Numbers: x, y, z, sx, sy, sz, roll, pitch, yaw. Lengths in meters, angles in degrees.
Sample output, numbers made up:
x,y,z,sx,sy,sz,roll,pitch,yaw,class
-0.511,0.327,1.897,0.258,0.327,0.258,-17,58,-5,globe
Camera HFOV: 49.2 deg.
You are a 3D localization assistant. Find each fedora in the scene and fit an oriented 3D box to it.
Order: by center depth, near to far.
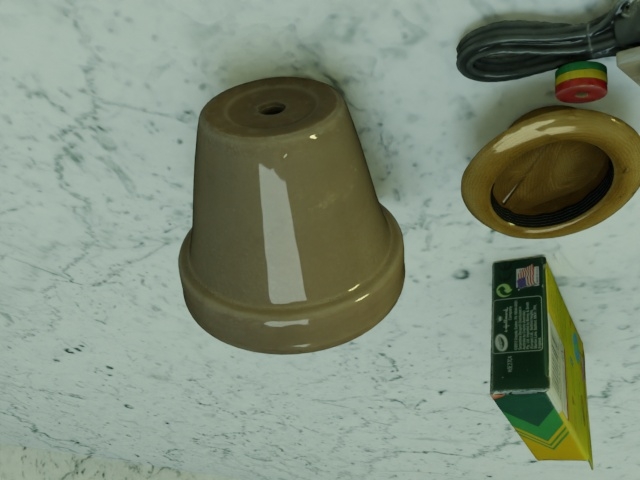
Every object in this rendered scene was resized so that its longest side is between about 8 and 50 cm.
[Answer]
x,y,z,sx,sy,sz,roll,pitch,yaw,class
0.243,-0.083,0.751,0.194,0.079,0.194,4,140,4,fedora

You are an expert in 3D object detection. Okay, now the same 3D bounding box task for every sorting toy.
x,y,z,sx,sy,sz,roll,pitch,yaw,class
0.353,-0.137,0.599,0.274,0.046,0.132,-6,167,43,sorting toy

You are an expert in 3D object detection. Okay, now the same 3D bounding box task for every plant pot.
x,y,z,sx,sy,sz,roll,pitch,yaw,class
-0.041,-0.046,0.766,0.263,0.263,0.229,2,127,12,plant pot

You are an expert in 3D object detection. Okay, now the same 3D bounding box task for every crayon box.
x,y,z,sx,sy,sz,roll,pitch,yaw,class
0.330,0.194,1.029,0.081,0.202,0.318,-10,141,27,crayon box

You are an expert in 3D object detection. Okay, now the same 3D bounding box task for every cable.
x,y,z,sx,sy,sz,roll,pitch,yaw,class
0.268,-0.198,0.622,0.287,0.072,0.139,-6,162,42,cable
